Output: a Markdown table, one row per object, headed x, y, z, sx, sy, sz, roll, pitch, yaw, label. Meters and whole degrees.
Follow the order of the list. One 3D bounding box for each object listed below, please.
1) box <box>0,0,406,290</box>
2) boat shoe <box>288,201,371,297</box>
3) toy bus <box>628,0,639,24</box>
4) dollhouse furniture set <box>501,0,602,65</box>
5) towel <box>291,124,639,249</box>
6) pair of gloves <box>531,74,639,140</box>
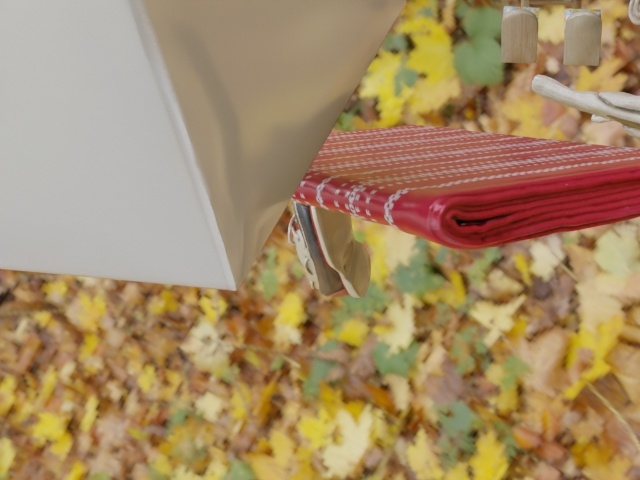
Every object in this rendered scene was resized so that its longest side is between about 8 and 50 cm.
| x | y | z | sx | sy | sz | roll | pitch | yaw | label |
| --- | --- | --- | --- | --- | --- | --- | --- | --- | --- |
| -0.166 | -0.121 | 0.589 | 0.345 | 0.168 | 0.215 | 5 | 42 | 24 | box |
| 0.000 | 0.000 | 0.900 | 0.043 | 0.137 | 0.049 | 9 | 66 | 19 | boat shoe |
| 0.278 | -0.220 | 0.740 | 0.202 | 0.104 | 0.191 | 137 | 151 | -68 | toy bus |
| 0.331 | -0.343 | 1.594 | 0.242 | 0.161 | 0.212 | 3 | 58 | 9 | dollhouse furniture set |
| 0.060 | -0.037 | 0.761 | 0.275 | 0.199 | 0.031 | 15 | 109 | 55 | towel |
| 0.364 | -0.131 | 1.449 | 0.204 | 0.240 | 0.042 | 25 | 97 | 39 | pair of gloves |
